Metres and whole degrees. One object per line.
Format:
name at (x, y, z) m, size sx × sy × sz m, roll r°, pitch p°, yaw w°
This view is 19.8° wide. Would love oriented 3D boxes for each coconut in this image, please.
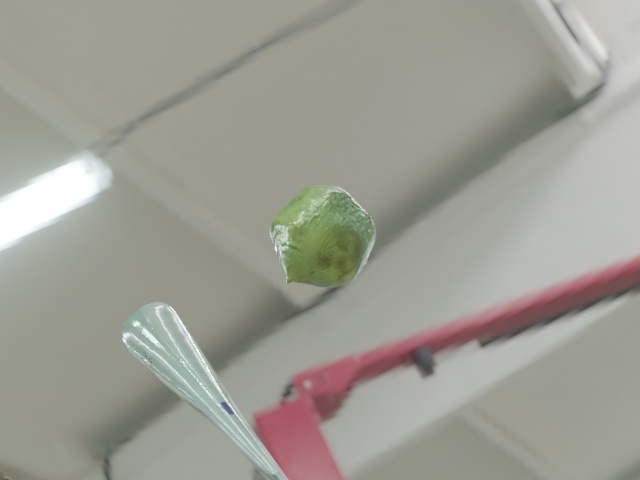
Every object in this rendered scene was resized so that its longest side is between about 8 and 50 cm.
coconut at (0.000, 0.000, 1.571) m, size 0.096 × 0.088 × 0.088 m, roll -56°, pitch -24°, yaw -19°

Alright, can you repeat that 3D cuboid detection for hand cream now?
hand cream at (-0.108, 0.181, 1.930) m, size 0.067 × 0.320 × 0.109 m, roll -38°, pitch -37°, yaw -6°

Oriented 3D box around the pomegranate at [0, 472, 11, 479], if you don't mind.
pomegranate at (-0.362, 0.199, 1.714) m, size 0.159 × 0.129 × 0.129 m, roll -12°, pitch -31°, yaw -49°
